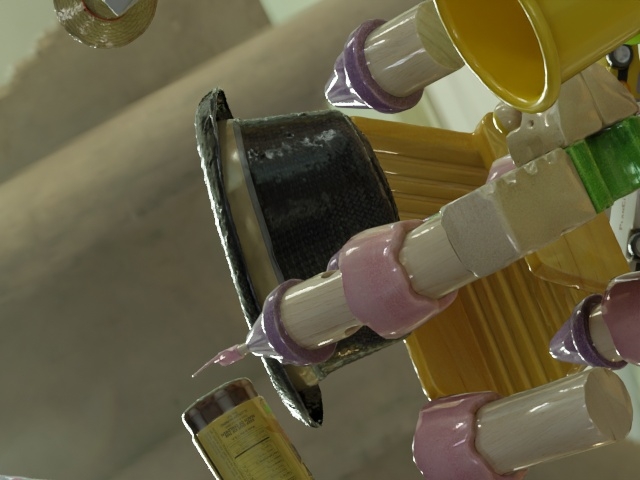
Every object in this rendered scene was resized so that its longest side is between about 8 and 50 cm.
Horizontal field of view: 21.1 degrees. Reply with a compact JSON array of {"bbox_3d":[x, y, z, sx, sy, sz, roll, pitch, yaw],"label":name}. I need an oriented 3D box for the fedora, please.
[{"bbox_3d":[0.000,0.000,1.612,0.334,0.152,0.334,-18,-90,-85],"label":"fedora"}]

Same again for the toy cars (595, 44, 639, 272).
[{"bbox_3d":[0.404,-0.114,2.204,0.176,0.087,0.394,112,160,-46],"label":"toy cars"}]

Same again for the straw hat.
[{"bbox_3d":[-0.270,-0.312,2.168,0.144,0.144,0.061,62,169,-14],"label":"straw hat"}]

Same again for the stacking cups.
[{"bbox_3d":[0.206,-0.174,0.819,0.096,0.316,0.096,54,165,22],"label":"stacking cups"}]

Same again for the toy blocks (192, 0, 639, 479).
[{"bbox_3d":[0.084,-0.018,1.077,0.288,0.260,0.309,-27,-89,-46],"label":"toy blocks"}]

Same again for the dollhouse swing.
[{"bbox_3d":[0.131,0.044,2.070,0.305,0.347,0.315,-6,-118,-27],"label":"dollhouse swing"}]

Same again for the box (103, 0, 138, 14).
[{"bbox_3d":[-0.182,-0.301,1.718,0.087,0.102,0.101,47,-132,-5],"label":"box"}]

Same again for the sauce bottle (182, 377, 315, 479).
[{"bbox_3d":[-0.049,0.345,2.220,0.344,0.111,0.111,58,-165,10],"label":"sauce bottle"}]

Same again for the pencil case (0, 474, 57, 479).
[{"bbox_3d":[-0.409,0.350,2.141,0.124,0.273,0.113,-88,3,-77],"label":"pencil case"}]
